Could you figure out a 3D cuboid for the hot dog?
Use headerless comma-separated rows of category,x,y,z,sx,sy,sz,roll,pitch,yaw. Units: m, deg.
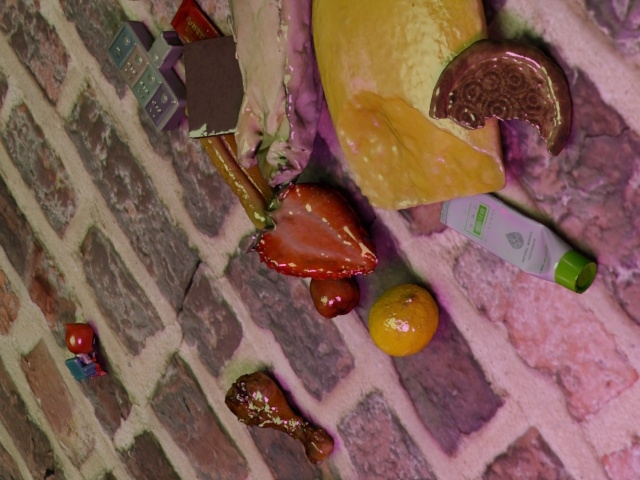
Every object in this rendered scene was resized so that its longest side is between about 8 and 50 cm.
hot dog,-0.152,-0.139,1.978,0.286,0.087,0.061,61,144,17

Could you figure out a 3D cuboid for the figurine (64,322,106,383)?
figurine,-0.538,0.249,2.511,0.068,0.075,0.140,-12,97,48

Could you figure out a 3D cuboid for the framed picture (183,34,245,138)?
framed picture,-0.173,-0.267,1.938,0.128,0.023,0.169,-5,87,22

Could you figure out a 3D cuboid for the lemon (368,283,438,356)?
lemon,0.130,0.126,1.755,0.109,0.109,0.133,50,141,23

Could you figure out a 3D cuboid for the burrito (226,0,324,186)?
burrito,-0.063,-0.260,1.806,0.190,0.135,0.332,23,122,48

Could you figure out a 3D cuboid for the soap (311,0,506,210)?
soap,0.118,-0.259,1.629,0.306,0.115,0.427,-13,91,48

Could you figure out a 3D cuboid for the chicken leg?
chicken leg,-0.074,0.327,2.061,0.251,0.087,0.107,31,145,28

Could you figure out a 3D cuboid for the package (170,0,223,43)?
package,-0.204,-0.356,2.004,0.200,0.022,0.083,52,134,23

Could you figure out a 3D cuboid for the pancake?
pancake,0.244,-0.184,1.513,0.190,0.020,0.184,-20,95,6

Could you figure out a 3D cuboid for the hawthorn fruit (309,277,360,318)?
hawthorn fruit,0.019,0.081,1.877,0.081,0.081,0.093,-51,56,42

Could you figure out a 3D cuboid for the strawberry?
strawberry,0.009,-0.013,1.844,0.228,0.098,0.174,9,76,25

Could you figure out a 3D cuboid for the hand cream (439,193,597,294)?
hand cream,0.277,-0.009,1.612,0.275,0.050,0.079,34,98,39

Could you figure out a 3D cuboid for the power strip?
power strip,-0.306,-0.330,2.100,0.145,0.061,0.216,-46,70,37
